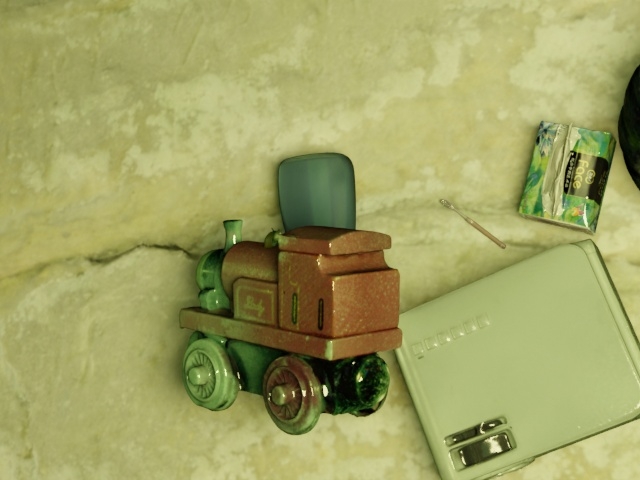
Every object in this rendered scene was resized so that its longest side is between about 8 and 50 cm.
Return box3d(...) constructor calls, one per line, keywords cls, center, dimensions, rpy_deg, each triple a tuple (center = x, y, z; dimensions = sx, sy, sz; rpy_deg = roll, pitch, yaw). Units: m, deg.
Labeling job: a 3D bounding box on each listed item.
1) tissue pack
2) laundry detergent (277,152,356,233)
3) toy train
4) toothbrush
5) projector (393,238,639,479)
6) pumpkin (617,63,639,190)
box3d(cls="tissue pack", center=(0.273, -0.072, 1.287), dimensions=(0.085, 0.079, 0.111), rpy_deg=(14, 87, 23))
box3d(cls="laundry detergent", center=(0.000, 0.000, 1.393), dimensions=(0.096, 0.061, 0.206), rpy_deg=(-7, 80, 15))
box3d(cls="toy train", center=(-0.043, 0.090, 1.301), dimensions=(0.304, 0.150, 0.221), rpy_deg=(5, 98, 45))
box3d(cls="toothbrush", center=(0.179, -0.020, 1.354), dimensions=(0.097, 0.008, 0.006), rpy_deg=(39, 110, 21))
box3d(cls="projector", center=(0.221, 0.138, 1.261), dimensions=(0.250, 0.108, 0.198), rpy_deg=(-25, 73, 14))
box3d(cls="pumpkin", center=(0.435, -0.118, 1.173), dimensions=(0.250, 0.216, 0.250), rpy_deg=(19, 128, 26))
